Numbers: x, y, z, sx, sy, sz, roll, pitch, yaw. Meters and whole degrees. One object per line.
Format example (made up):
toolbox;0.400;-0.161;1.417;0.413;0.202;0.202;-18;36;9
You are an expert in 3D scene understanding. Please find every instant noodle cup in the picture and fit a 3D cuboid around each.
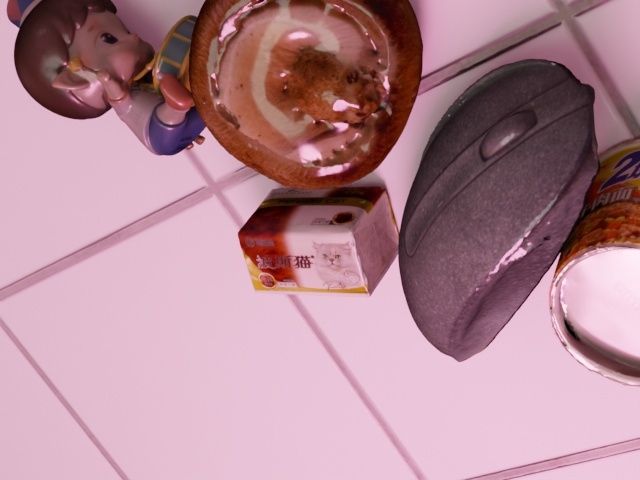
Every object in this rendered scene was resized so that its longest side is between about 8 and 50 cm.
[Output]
instant noodle cup;0.324;0.028;1.174;0.213;0.174;0.213;15;127;20

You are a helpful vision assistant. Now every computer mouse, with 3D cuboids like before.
computer mouse;0.157;-0.022;1.217;0.114;0.203;0.374;6;137;-16

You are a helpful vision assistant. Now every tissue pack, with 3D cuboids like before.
tissue pack;0.000;0.000;1.373;0.149;0.106;0.099;0;122;28

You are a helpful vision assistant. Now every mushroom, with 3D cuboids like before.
mushroom;-0.015;-0.176;1.219;0.253;0.153;0.253;4;111;10

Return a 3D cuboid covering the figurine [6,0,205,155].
figurine;-0.238;-0.204;1.341;0.276;0.161;0.158;22;104;11
